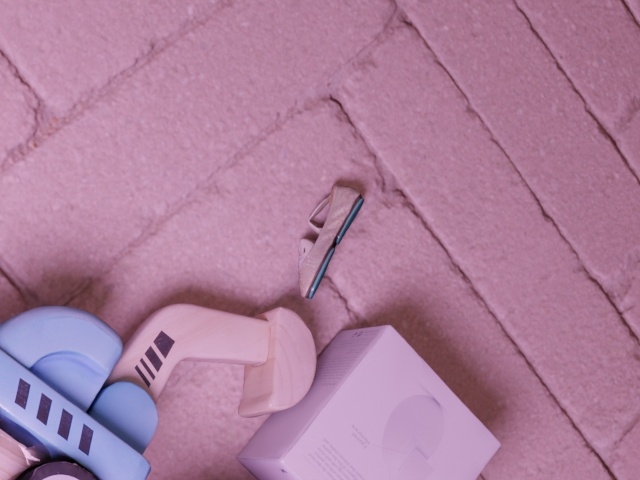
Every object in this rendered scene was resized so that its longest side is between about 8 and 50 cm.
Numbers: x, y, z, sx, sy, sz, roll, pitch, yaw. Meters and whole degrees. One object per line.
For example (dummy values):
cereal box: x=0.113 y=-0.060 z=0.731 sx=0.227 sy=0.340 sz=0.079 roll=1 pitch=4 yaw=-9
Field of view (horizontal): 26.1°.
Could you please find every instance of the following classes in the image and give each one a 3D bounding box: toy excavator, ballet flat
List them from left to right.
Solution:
toy excavator: x=-0.245 y=0.171 z=1.545 sx=0.433 sy=0.222 sz=0.445 roll=40 pitch=59 yaw=-19
ballet flat: x=0.000 y=0.000 z=1.778 sx=0.052 sy=0.057 sz=0.168 roll=26 pitch=65 yaw=7

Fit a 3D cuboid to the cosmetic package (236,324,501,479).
cosmetic package: x=0.060 y=0.264 z=1.715 sx=0.224 sy=0.138 sz=0.224 roll=48 pitch=64 yaw=-14
